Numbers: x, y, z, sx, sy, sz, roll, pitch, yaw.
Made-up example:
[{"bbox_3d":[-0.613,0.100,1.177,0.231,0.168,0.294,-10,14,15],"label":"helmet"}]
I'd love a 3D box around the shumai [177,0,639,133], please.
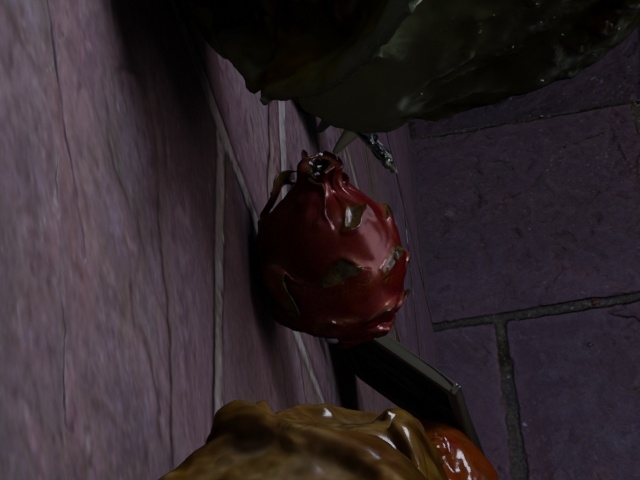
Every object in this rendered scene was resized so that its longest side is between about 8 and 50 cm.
[{"bbox_3d":[0.010,-0.253,0.917,0.348,0.395,0.395,-3,83,-57],"label":"shumai"}]

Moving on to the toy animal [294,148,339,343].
[{"bbox_3d":[0.002,0.004,1.449,0.105,0.070,0.202,113,-36,-83],"label":"toy animal"}]

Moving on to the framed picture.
[{"bbox_3d":[0.097,0.155,1.595,0.023,0.189,0.260,-50,156,-13],"label":"framed picture"}]

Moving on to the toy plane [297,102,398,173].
[{"bbox_3d":[0.021,-0.164,1.646,0.192,0.088,0.262,54,3,15],"label":"toy plane"}]

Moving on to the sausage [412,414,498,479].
[{"bbox_3d":[0.124,0.318,1.563,0.141,0.153,0.268,-134,-153,-57],"label":"sausage"}]

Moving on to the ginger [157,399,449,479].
[{"bbox_3d":[-0.021,0.212,0.639,0.357,0.152,0.274,13,88,-82],"label":"ginger"}]

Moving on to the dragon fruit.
[{"bbox_3d":[0.004,0.013,1.165,0.136,0.133,0.166,19,-52,49],"label":"dragon fruit"}]
